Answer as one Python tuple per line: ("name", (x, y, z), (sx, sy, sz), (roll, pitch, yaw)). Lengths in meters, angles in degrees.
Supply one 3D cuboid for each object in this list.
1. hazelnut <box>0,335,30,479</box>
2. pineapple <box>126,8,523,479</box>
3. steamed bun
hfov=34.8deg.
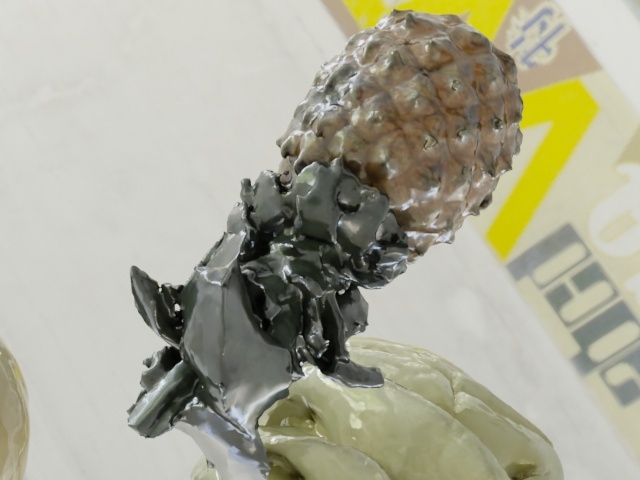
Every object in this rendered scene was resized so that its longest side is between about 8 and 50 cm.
("hazelnut", (-0.358, 0.163, 0.839), (0.261, 0.241, 0.261), (1, -159, 0))
("pineapple", (0.000, 0.000, 0.454), (0.119, 0.111, 0.237), (45, -120, -16))
("steamed bun", (0.028, 0.186, 0.728), (0.203, 0.276, 0.289), (50, -129, -32))
